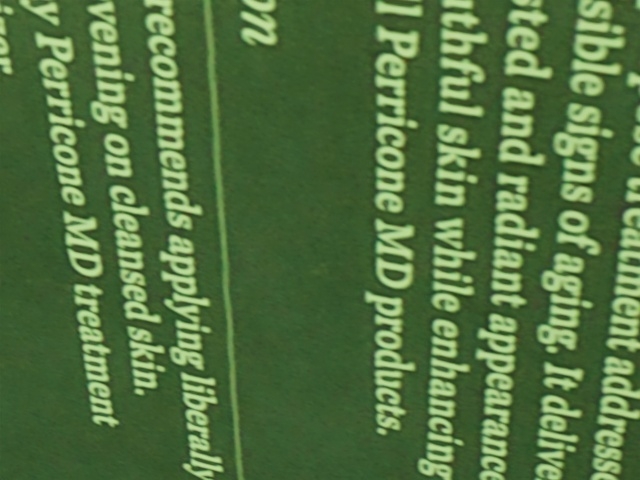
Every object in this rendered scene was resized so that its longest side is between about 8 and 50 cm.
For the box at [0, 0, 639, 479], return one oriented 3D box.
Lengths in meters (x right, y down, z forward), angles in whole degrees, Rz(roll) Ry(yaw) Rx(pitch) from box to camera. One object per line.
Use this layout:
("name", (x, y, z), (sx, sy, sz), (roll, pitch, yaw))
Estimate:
("box", (0.134, -0.139, 0.536), (0.471, 0.297, 0.480), (11, 41, 13))
